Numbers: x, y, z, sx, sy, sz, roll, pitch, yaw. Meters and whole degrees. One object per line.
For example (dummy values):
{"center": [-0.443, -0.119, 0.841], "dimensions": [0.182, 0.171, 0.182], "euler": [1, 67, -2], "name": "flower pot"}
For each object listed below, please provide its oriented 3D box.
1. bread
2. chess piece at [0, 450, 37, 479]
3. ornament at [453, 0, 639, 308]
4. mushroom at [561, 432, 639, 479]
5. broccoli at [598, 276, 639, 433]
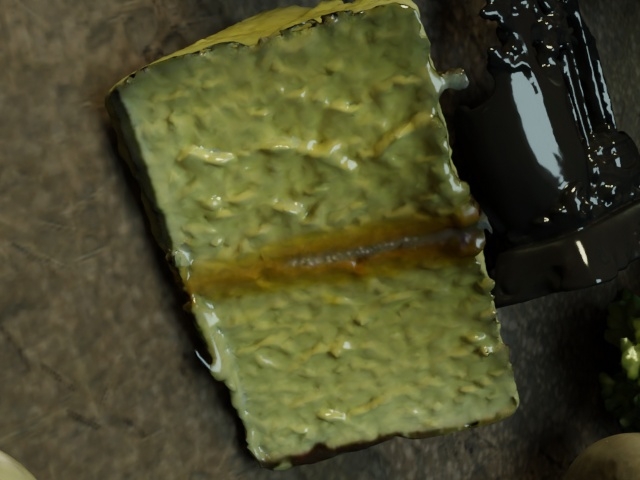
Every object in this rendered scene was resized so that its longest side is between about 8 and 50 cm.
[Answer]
{"center": [0.000, 0.000, 0.595], "dimensions": [0.178, 0.142, 0.266], "euler": [-18, 111, -3], "name": "bread"}
{"center": [-0.146, 0.155, 0.421], "dimensions": [0.299, 0.167, 0.167], "euler": [49, 58, -31], "name": "chess piece"}
{"center": [0.186, -0.098, 0.811], "dimensions": [0.251, 0.106, 0.260], "euler": [-18, 96, -52], "name": "ornament"}
{"center": [0.215, 0.245, 0.799], "dimensions": [0.215, 0.207, 0.207], "euler": [17, 77, -14], "name": "mushroom"}
{"center": [0.409, 0.100, 0.918], "dimensions": [0.338, 0.277, 0.317], "euler": [49, 55, -25], "name": "broccoli"}
